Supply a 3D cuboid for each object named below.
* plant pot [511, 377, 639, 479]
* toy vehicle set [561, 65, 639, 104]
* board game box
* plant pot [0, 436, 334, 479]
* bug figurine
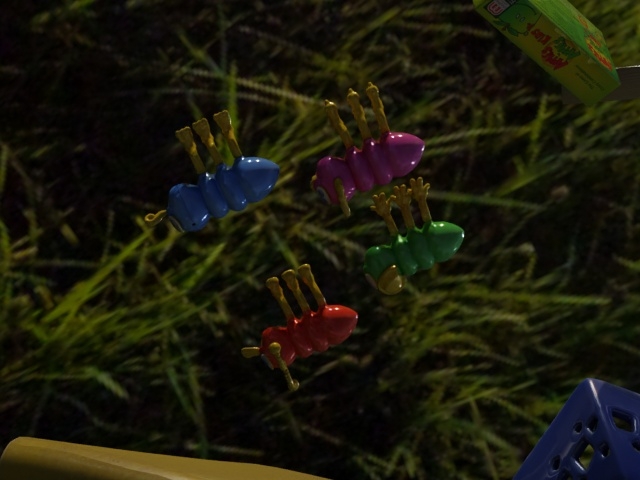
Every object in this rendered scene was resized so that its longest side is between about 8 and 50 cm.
[{"bbox_3d":[0.360,0.331,1.345,0.236,0.236,0.212,23,24,-11],"label":"plant pot"},{"bbox_3d":[0.401,-0.190,1.391,0.267,0.166,0.035,-17,104,-60],"label":"toy vehicle set"},{"bbox_3d":[0.222,-0.220,1.193,0.181,0.043,0.092,32,35,-31],"label":"board game box"},{"bbox_3d":[-0.020,0.211,0.565,0.212,0.187,0.212,23,68,-54],"label":"plant pot"},{"bbox_3d":[0.000,0.000,0.949,0.279,0.216,0.072,61,3,-46],"label":"bug figurine"}]
